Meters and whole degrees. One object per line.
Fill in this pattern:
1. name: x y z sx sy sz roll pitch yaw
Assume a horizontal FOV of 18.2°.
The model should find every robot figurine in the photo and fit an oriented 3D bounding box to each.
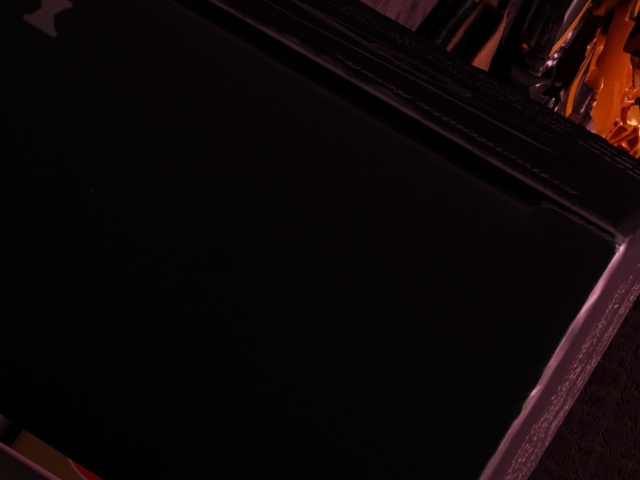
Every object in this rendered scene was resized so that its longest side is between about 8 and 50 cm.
1. robot figurine: 0.161 -0.110 1.136 0.211 0.085 0.291 -54 168 -30

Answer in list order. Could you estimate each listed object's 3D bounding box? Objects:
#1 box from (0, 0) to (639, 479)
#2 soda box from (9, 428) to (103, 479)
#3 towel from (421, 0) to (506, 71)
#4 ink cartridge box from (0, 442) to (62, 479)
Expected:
1. box: 0.000 0.000 0.520 0.108 0.153 0.207 -61 168 11
2. soda box: -0.050 0.052 0.676 0.181 0.058 0.061 -55 170 -20
3. towel: -0.037 0.085 0.893 0.370 0.040 0.271 -55 169 -34
4. ink cartridge box: -0.046 0.190 0.473 0.207 0.283 0.117 -57 165 -12
